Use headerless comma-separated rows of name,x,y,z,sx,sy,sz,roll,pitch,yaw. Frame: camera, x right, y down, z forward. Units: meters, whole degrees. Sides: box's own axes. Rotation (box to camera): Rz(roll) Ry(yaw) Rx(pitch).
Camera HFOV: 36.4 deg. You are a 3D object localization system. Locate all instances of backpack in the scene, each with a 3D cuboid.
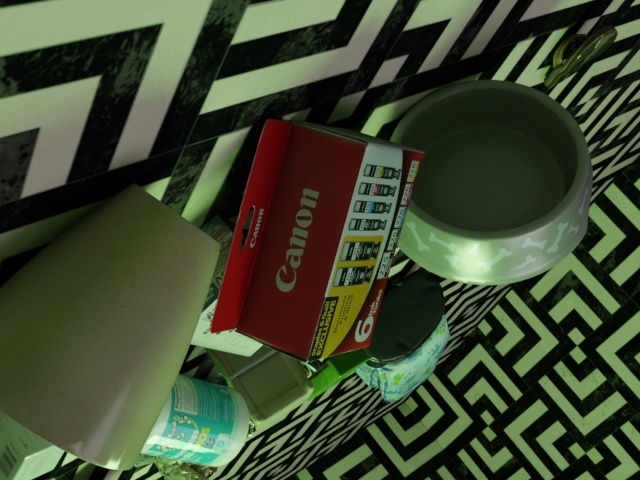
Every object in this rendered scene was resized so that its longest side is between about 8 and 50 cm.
backpack,0.192,0.267,2.521,0.290,0.273,0.355,-40,177,-21

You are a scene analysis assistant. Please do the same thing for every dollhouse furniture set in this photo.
dollhouse furniture set,-0.088,0.240,1.921,0.301,0.197,0.151,-27,169,-35

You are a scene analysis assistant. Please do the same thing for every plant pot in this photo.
plant pot,-0.245,0.080,1.138,0.274,0.256,0.256,-54,164,-4

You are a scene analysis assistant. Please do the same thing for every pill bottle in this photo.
pill bottle,-0.262,0.301,1.679,0.264,0.146,0.146,22,121,-41

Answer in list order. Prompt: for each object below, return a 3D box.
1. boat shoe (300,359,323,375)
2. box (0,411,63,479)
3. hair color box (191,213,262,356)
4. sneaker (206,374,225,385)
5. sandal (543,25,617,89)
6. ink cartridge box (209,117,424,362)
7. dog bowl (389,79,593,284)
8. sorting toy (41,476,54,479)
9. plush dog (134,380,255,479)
boat shoe,-0.053,0.318,2.324,0.102,0.108,0.301,-41,166,6
box,-0.442,0.295,1.454,0.087,0.102,0.101,-18,152,-46
hair color box,-0.136,0.081,1.540,0.174,0.105,0.347,-42,163,3
sneaker,-0.250,0.351,2.090,0.190,0.071,0.083,-52,-169,18
sandal,0.470,-0.348,1.810,0.090,0.060,0.219,-29,176,-13
ink cartridge box,0.000,0.000,1.355,0.272,0.130,0.309,-3,110,-62
dog bowl,0.259,-0.106,1.526,0.349,0.349,0.102,-35,151,-14
sorting toy,-0.546,0.467,1.829,0.062,0.012,0.083,-38,167,11
plush dog,-0.237,0.377,1.943,0.262,0.211,0.225,-60,165,16
